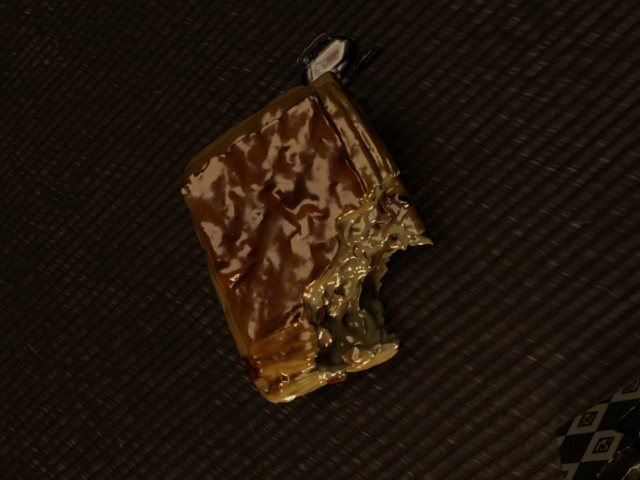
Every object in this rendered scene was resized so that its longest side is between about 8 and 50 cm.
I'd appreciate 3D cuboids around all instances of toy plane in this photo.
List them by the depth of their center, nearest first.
[{"bbox_3d":[-0.006,-0.238,1.447,0.197,0.053,0.078,-45,71,12],"label":"toy plane"}]

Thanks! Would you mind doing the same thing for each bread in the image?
[{"bbox_3d":[0.000,0.000,1.326,0.314,0.191,0.370,-29,80,18],"label":"bread"}]

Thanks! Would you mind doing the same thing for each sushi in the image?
[{"bbox_3d":[0.378,0.228,1.078,0.231,0.219,0.047,-38,103,20],"label":"sushi"}]
